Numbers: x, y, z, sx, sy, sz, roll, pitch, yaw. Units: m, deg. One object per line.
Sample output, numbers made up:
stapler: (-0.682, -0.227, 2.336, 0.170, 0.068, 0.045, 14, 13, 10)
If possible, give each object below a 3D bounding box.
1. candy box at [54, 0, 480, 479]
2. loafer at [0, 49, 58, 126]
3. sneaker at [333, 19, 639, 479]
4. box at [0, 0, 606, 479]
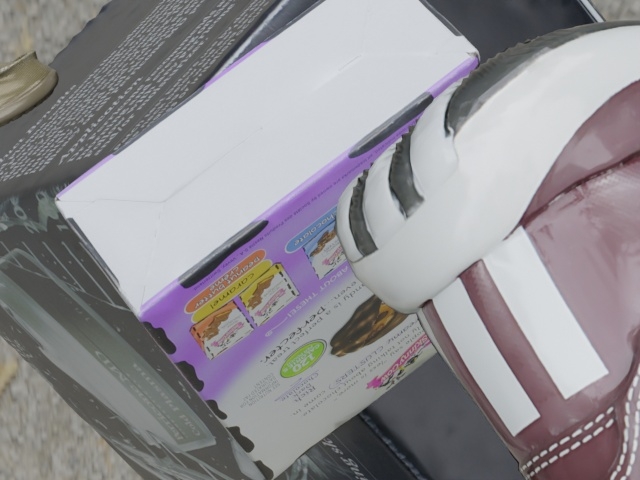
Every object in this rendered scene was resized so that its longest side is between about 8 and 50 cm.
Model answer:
candy box: (0.000, 0.000, 0.774, 0.165, 0.196, 0.070, -37, 61, -6)
loafer: (-0.192, -0.064, 0.813, 0.148, 0.056, 0.050, -17, 101, -15)
sneaker: (0.145, 0.025, 0.442, 0.281, 0.106, 0.162, -14, 69, -33)
box: (0.030, 0.044, 1.229, 0.480, 0.472, 0.297, 48, 69, -17)
